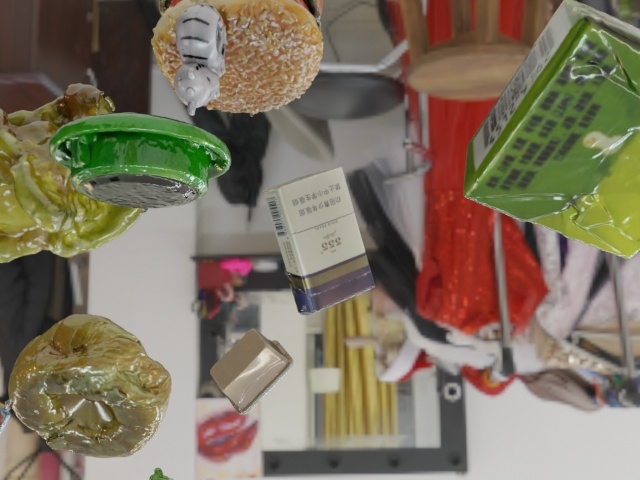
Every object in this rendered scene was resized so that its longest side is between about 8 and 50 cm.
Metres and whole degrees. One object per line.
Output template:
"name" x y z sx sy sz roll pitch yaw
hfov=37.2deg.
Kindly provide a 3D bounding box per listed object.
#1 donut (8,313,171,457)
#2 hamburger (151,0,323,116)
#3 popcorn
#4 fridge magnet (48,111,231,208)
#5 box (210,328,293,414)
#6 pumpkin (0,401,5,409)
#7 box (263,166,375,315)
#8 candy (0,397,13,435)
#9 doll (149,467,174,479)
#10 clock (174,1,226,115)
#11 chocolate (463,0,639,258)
"donut" -0.497 0.321 2.063 0.360 0.170 0.360 5 132 5
"hamburger" -0.151 -0.402 1.813 0.330 0.250 0.330 5 148 3
"popcorn" -0.473 -0.086 1.653 0.326 0.321 0.290 20 138 -24
"fridge magnet" -0.207 -0.092 1.099 0.208 0.088 0.208 0 166 0
"box" -0.113 0.204 1.513 0.062 0.122 0.089 48 176 -32
"pumpkin" -0.570 0.293 1.572 0.101 0.035 0.073 -35 173 12
"box" 0.000 0.000 1.869 0.168 0.259 0.071 -20 -171 -34
"candy" -0.506 0.288 1.500 0.020 0.083 0.030 23 178 5
"doll" -0.278 0.516 1.776 0.050 0.190 0.115 -25 167 16
"clock" -0.205 -0.308 1.598 0.080 0.176 0.117 5 -155 3
"chocolate" 0.382 -0.153 1.305 0.289 0.137 0.301 19 126 -18
